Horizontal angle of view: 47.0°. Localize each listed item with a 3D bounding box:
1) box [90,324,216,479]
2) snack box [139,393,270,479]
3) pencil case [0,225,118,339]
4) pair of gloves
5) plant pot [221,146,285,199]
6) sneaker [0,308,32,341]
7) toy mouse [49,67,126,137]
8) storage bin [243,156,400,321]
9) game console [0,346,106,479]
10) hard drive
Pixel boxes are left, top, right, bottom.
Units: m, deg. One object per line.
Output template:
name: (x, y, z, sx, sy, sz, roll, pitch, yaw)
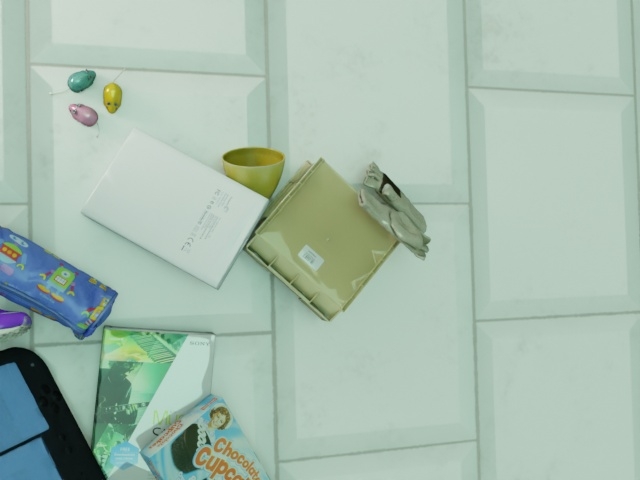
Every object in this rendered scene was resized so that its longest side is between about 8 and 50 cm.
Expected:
box: (-0.346, 0.343, 1.520, 0.232, 0.058, 0.322, 5, 86, -18)
snack box: (-0.209, 0.500, 1.506, 0.187, 0.060, 0.322, -37, 110, -31)
pencil case: (-0.551, 0.080, 1.427, 0.306, 0.119, 0.133, 32, 38, -14)
pair of gloves: (0.169, -0.068, 1.616, 0.204, 0.240, 0.042, 42, 113, -12)
plant pot: (-0.142, -0.135, 1.576, 0.134, 0.134, 0.095, -8, 116, -18)
sneaker: (-0.693, 0.124, 1.374, 0.293, 0.102, 0.146, -3, 82, -3)
toy mouse: (-0.483, -0.296, 1.514, 0.143, 0.031, 0.161, 8, 86, -17)
storage bin: (0.000, 0.000, 1.609, 0.262, 0.123, 0.260, 43, 77, -12)
game console: (-0.557, 0.367, 1.282, 0.060, 0.386, 0.342, -36, 83, 17)
hard drive: (-0.295, -0.067, 1.505, 0.318, 0.040, 0.210, 29, 80, 5)
